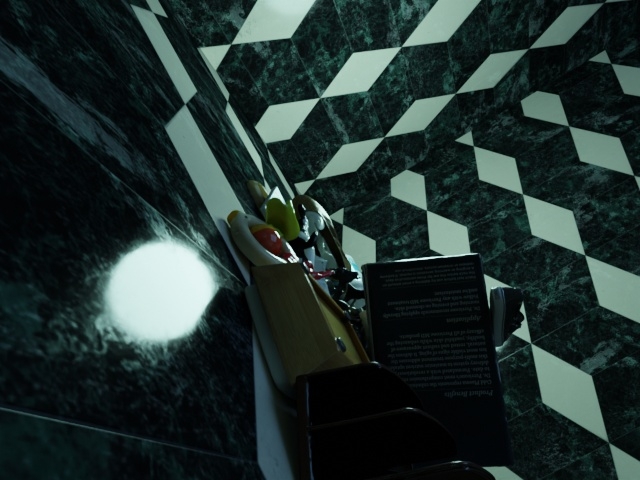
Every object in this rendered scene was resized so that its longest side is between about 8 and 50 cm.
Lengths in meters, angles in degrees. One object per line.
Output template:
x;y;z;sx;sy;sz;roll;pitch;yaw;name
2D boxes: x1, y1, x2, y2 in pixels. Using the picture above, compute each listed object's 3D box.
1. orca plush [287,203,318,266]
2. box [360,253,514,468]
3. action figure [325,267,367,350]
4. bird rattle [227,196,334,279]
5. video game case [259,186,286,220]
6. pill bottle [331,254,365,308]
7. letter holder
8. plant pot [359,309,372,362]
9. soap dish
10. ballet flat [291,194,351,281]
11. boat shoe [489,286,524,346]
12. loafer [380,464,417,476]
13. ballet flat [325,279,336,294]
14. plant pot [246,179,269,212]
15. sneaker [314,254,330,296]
-0.079;0.002;1.275;0.102;0.151;0.287;17;50;-17;orca plush
0.301;0.313;1.228;0.480;0.298;0.471;44;42;-74;box
0.046;0.213;1.093;0.164;0.141;0.275;66;22;-46;action figure
-0.104;0.027;0.943;0.207;0.143;0.253;23;34;-47;bird rattle
-0.123;-0.063;1.397;0.173;0.022;0.190;63;17;-21;video game case
0.132;0.196;2.093;0.146;0.146;0.264;55;6;-42;pill bottle
0.126;0.294;0.648;0.302;0.215;0.152;54;24;-48;letter holder
0.239;0.389;1.807;0.230;0.215;0.215;41;-12;51;plant pot
-0.003;0.185;0.800;0.291;0.118;0.229;52;8;-50;soap dish
0.000;0.000;1.521;0.342;0.116;0.124;63;12;-9;ballet flat
0.438;0.180;1.041;0.228;0.076;0.080;69;19;-44;boat shoe
0.151;0.467;0.852;0.078;0.080;0.220;60;4;4;loafer
0.023;0.180;1.710;0.049;0.057;0.173;18;-9;15;ballet flat
-0.169;-0.106;1.487;0.236;0.032;0.236;58;4;-6;plant pot
-0.009;0.104;1.454;0.212;0.094;0.080;59;3;-3;sneaker
